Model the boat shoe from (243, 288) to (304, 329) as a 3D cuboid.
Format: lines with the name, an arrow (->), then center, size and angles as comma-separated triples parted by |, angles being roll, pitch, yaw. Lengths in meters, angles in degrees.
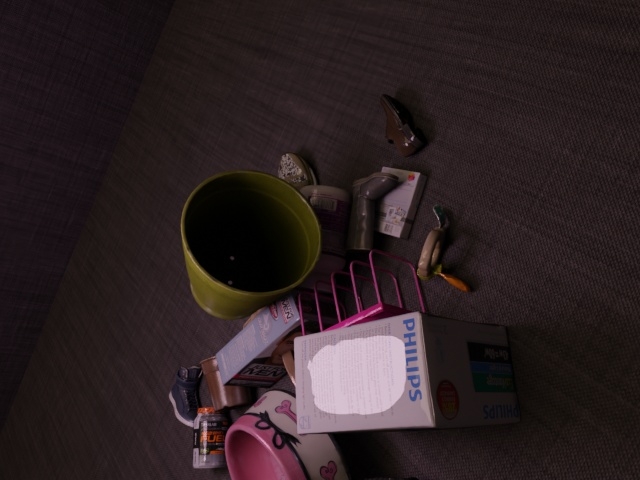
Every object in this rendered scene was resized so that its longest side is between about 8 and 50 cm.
boat shoe -> -0.159, 0.220, 1.929 | 0.302, 0.109, 0.098 | -54, 47, 28

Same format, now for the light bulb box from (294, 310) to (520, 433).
light bulb box -> 0.190, 0.311, 1.354 | 0.361, 0.358, 0.225 | -19, 67, 40

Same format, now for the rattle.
rattle -> 0.328, 0.013, 1.516 | 0.143, 0.130, 0.199 | 8, 57, 36

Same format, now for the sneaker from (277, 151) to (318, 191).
sneaker -> -0.119, -0.109, 1.928 | 0.158, 0.182, 0.410 | -21, 63, 41

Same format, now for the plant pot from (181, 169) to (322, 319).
plant pot -> -0.224, 0.051, 1.677 | 0.353, 0.367, 0.366 | 125, 140, -56

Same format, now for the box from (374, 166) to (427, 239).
box -> 0.209, -0.107, 1.696 | 0.145, 0.038, 0.186 | 18, 92, 48

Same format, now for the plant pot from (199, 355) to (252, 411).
plant pot -> -0.298, 0.465, 1.968 | 0.167, 0.167, 0.165 | -29, 67, 37

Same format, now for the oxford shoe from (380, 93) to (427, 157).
oxford shoe -> 0.213, -0.331, 1.729 | 0.096, 0.083, 0.227 | -45, 49, 33

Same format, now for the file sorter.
file sorter -> 0.106, 0.172, 1.601 | 0.291, 0.202, 0.182 | -32, 54, 36

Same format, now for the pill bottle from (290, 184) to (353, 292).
pill bottle -> 0.000, 0.000, 1.784 | 0.169, 0.169, 0.301 | -1, 77, 46

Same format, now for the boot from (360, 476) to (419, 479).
boot -> 0.229, 0.676, 1.372 | 0.348, 0.131, 0.260 | -8, 56, 29

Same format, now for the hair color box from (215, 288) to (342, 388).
hair color box -> -0.127, 0.302, 1.809 | 0.374, 0.185, 0.113 | -44, 50, 28

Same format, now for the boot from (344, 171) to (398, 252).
boot -> 0.138, -0.074, 1.676 | 0.190, 0.076, 0.208 | -17, 57, 59

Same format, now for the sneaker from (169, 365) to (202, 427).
sneaker -> -0.464, 0.547, 2.155 | 0.226, 0.086, 0.163 | 38, 108, 46

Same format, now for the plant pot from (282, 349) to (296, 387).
plant pot -> 0.002, 0.389, 1.657 | 0.110, 0.237, 0.237 | -31, 51, -2

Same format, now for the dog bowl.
dog bowl -> -0.099, 0.606, 1.575 | 0.408, 0.150, 0.407 | 25, 124, 42

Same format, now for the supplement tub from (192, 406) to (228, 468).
supplement tub -> -0.363, 0.654, 1.997 | 0.117, 0.117, 0.190 | -21, 64, 41
